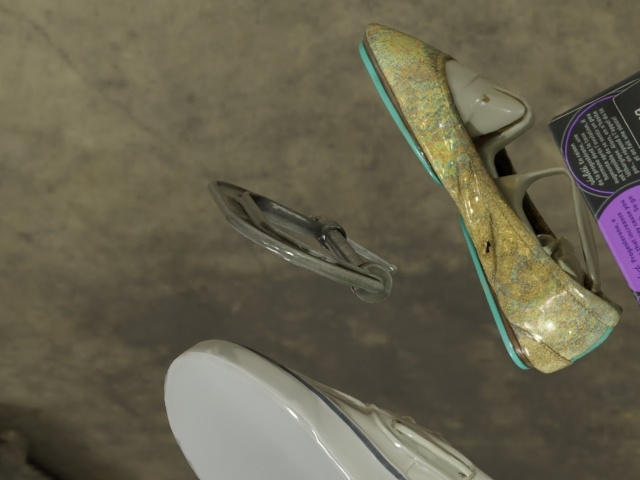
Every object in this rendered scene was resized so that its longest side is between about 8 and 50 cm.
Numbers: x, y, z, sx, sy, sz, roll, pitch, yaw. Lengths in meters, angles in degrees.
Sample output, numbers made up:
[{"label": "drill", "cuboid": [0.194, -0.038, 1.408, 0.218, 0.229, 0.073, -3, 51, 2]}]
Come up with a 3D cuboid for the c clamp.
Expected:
[{"label": "c clamp", "cuboid": [0.000, 0.000, 0.788, 0.137, 0.022, 0.160, 27, -172, -12]}]

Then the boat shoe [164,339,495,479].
[{"label": "boat shoe", "cuboid": [0.038, 0.136, 0.752, 0.267, 0.088, 0.096, 33, 125, 12]}]

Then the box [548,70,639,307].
[{"label": "box", "cuboid": [0.293, -0.004, 0.988, 0.143, 0.165, 0.270, -29, 149, 14]}]

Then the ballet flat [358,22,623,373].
[{"label": "ballet flat", "cuboid": [0.155, -0.058, 1.205, 0.123, 0.348, 0.123, -24, 167, -6]}]
